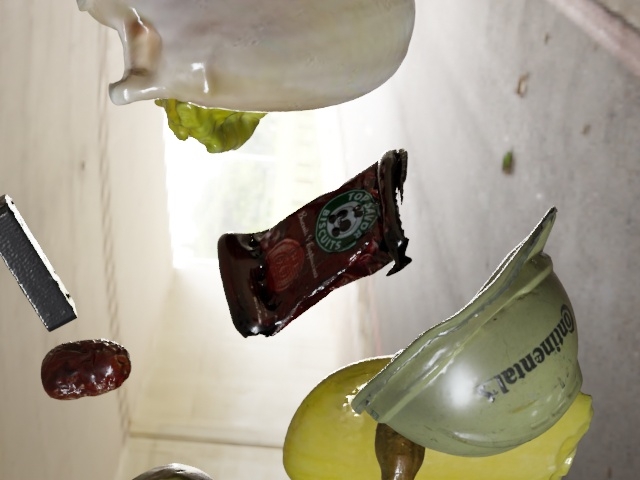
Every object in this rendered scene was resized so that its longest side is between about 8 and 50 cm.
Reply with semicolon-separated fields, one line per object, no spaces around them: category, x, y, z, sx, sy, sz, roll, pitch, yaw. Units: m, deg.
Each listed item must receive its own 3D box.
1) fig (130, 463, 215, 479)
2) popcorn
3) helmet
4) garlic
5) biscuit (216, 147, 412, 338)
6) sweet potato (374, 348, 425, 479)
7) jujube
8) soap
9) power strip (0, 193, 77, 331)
fig;-0.196;0.289;1.039;0.149;0.245;0.149;-10;79;63
popcorn;-0.110;-0.193;1.239;0.155;0.198;0.197;57;164;17
helmet;0.164;0.107;0.970;0.257;0.137;0.204;-42;-9;-14
garlic;-0.049;-0.153;0.636;0.228;0.217;0.110;-82;8;-60
biscuit;0.000;0.005;1.134;0.063;0.235;0.151;37;-149;-43
sweet potato;0.086;0.182;1.150;0.053;0.054;0.182;-30;35;36
jujube;-0.304;0.165;1.417;0.077;0.129;0.077;39;-136;-52
soap;0.158;0.285;1.566;0.115;0.427;0.306;-100;24;-47
power strip;-0.229;0.019;0.854;0.111;0.029;0.038;63;173;-22
